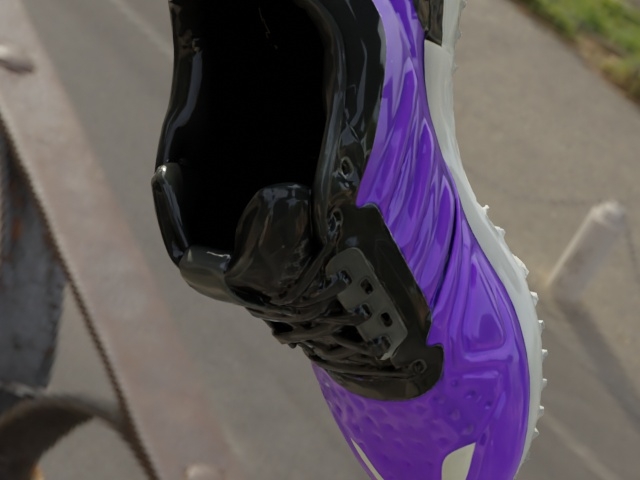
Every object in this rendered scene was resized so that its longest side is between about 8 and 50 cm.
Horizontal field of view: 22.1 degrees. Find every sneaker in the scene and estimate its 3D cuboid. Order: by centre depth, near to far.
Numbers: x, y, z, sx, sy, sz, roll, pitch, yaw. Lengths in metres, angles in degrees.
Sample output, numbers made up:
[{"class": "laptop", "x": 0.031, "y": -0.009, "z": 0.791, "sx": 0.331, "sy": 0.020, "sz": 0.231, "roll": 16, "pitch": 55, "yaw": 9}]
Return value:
[{"class": "sneaker", "x": -0.001, "y": 0.000, "z": 0.616, "sx": 0.102, "sy": 0.293, "sz": 0.146, "roll": 1, "pitch": 27, "yaw": 33}]
